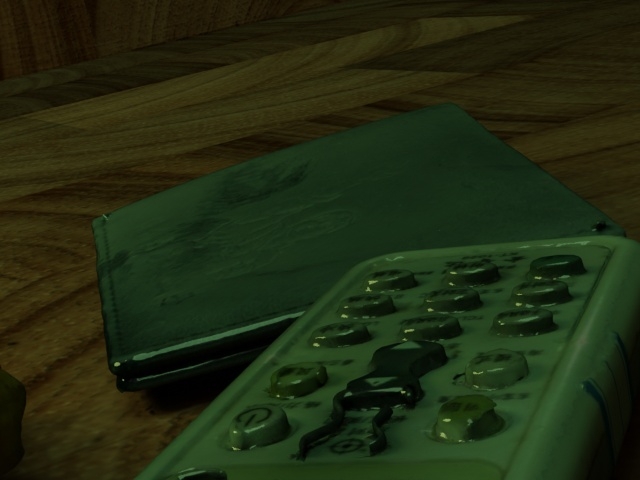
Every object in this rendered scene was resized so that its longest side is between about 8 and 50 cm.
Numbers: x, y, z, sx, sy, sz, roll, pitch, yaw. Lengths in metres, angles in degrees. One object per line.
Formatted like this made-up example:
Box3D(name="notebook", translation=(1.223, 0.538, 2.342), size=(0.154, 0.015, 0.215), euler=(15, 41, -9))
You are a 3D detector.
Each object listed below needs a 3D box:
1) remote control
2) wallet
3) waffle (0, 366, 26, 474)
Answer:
Box3D(name="remote control", translation=(0.021, 0.072, 0.399), size=(0.128, 0.065, 0.335), euler=(-3, 15, 22))
Box3D(name="wallet", translation=(0.000, 0.001, 0.736), size=(0.251, 0.054, 0.290), euler=(-16, 19, -5))
Box3D(name="waffle", translation=(-0.223, 0.095, 0.514), size=(0.219, 0.057, 0.229), euler=(-11, 15, 3))
